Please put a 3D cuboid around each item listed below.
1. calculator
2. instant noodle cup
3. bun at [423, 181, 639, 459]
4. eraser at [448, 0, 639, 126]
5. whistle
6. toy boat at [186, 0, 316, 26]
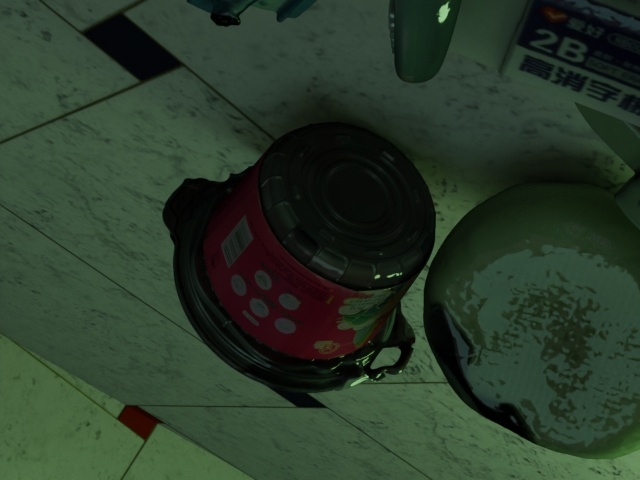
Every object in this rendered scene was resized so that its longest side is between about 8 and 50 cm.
[{"bbox_3d":[0.067,-0.198,0.691,0.041,0.185,0.299,4,170,3],"label":"calculator"},{"bbox_3d":[0.000,0.000,1.132,0.302,0.258,0.181,27,142,-9],"label":"instant noodle cup"},{"bbox_3d":[0.242,0.058,1.094,0.283,0.179,0.283,12,123,19],"label":"bun"},{"bbox_3d":[0.200,-0.153,0.822,0.210,0.068,0.124,22,158,5],"label":"eraser"},{"bbox_3d":[0.297,-0.040,0.908,0.244,0.092,0.110,47,157,6],"label":"whistle"},{"bbox_3d":[-0.016,-0.227,0.839,0.098,0.109,0.238,12,164,-23],"label":"toy boat"}]
